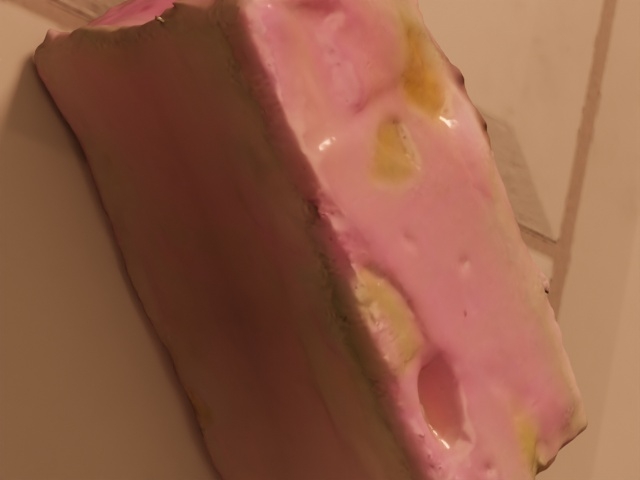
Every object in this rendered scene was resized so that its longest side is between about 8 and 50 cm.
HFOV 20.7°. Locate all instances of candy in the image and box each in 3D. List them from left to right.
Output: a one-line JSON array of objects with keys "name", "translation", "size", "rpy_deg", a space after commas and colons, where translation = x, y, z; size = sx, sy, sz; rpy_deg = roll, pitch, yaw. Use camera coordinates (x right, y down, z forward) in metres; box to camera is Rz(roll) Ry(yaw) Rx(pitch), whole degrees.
[{"name": "candy", "translation": [0.000, 0.000, 0.767], "size": [0.116, 0.155, 0.265], "rpy_deg": [-33, 108, -34]}]
